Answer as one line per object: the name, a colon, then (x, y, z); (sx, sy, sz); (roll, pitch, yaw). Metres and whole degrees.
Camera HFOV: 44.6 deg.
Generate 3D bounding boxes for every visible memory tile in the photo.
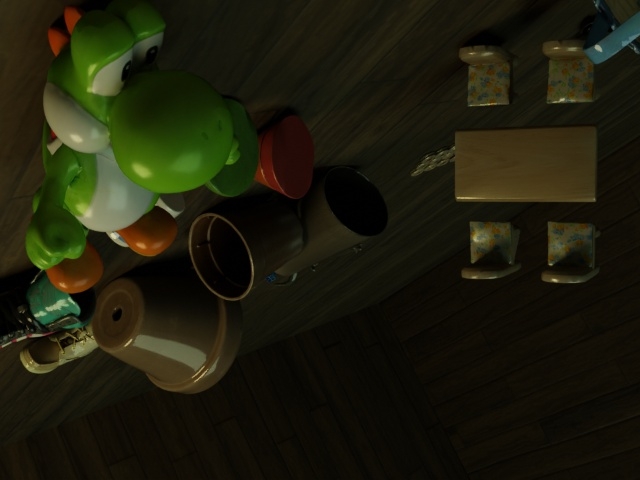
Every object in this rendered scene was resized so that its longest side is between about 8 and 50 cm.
memory tile: (0.283, -0.193, 1.815); (0.148, 0.012, 0.113); (-23, 168, -20)

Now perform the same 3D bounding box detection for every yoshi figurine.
yoshi figurine: (-0.186, -0.064, 0.770); (0.203, 0.203, 0.362); (11, 147, -14)

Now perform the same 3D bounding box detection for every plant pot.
plant pot: (-0.324, 0.166, 1.576); (0.263, 0.263, 0.229); (-32, 149, 23)
plant pot: (-0.130, 0.005, 1.458); (0.165, 0.167, 0.167); (-27, 172, -46)

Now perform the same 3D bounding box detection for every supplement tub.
supplement tub: (-0.261, -0.044, 1.146); (0.107, 0.071, 0.071); (-30, 168, 20)

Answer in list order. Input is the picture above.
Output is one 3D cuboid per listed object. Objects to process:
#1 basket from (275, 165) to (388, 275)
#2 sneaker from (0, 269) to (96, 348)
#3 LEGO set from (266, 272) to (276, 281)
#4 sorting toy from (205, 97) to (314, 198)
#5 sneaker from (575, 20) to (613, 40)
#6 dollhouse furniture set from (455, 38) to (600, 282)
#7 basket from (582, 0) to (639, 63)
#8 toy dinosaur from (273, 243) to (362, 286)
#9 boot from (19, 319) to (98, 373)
basket: (-0.011, -0.029, 1.572); (0.227, 0.154, 0.204); (-30, 167, 33)
sneaker: (-0.467, 0.111, 1.226); (0.178, 0.123, 0.296); (-28, 177, 31)
LEGO set: (-0.164, 0.053, 1.772); (0.227, 0.093, 0.087); (-24, 138, 10)
sorting toy: (-0.152, -0.121, 1.061); (0.126, 0.126, 0.366); (1, -179, 32)
sneaker: (0.539, -0.386, 1.446); (0.170, 0.051, 0.089); (-17, 170, -25)
dollhouse furniture set: (0.379, -0.116, 1.153); (0.395, 0.361, 0.256); (2, -175, 28)
basket: (0.452, -0.348, 0.986); (0.255, 0.201, 0.289); (-36, -164, 35)
toy dinosaur: (0.000, 0.000, 1.866); (0.314, 0.120, 0.160); (-25, 157, 13)
boot: (-0.512, 0.203, 1.650); (0.165, 0.077, 0.213); (-31, 172, 24)
